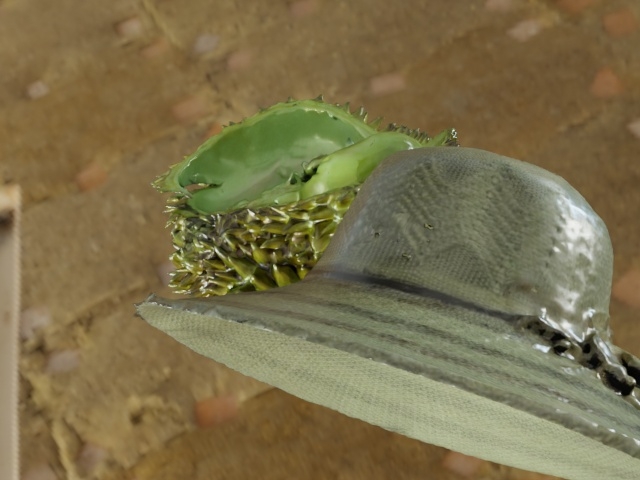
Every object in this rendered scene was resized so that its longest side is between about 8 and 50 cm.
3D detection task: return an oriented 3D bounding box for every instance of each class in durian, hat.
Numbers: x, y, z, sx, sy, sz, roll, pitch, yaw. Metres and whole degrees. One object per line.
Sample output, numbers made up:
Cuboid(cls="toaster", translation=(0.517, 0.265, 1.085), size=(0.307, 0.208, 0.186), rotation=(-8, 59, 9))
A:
Cuboid(cls="durian", translation=(0.003, 0.001, 1.000), size=(0.237, 0.177, 0.200), rotation=(9, -160, 36))
Cuboid(cls="hat", translation=(0.059, 0.021, 0.579), size=(0.252, 0.252, 0.110), rotation=(13, -101, 30))
